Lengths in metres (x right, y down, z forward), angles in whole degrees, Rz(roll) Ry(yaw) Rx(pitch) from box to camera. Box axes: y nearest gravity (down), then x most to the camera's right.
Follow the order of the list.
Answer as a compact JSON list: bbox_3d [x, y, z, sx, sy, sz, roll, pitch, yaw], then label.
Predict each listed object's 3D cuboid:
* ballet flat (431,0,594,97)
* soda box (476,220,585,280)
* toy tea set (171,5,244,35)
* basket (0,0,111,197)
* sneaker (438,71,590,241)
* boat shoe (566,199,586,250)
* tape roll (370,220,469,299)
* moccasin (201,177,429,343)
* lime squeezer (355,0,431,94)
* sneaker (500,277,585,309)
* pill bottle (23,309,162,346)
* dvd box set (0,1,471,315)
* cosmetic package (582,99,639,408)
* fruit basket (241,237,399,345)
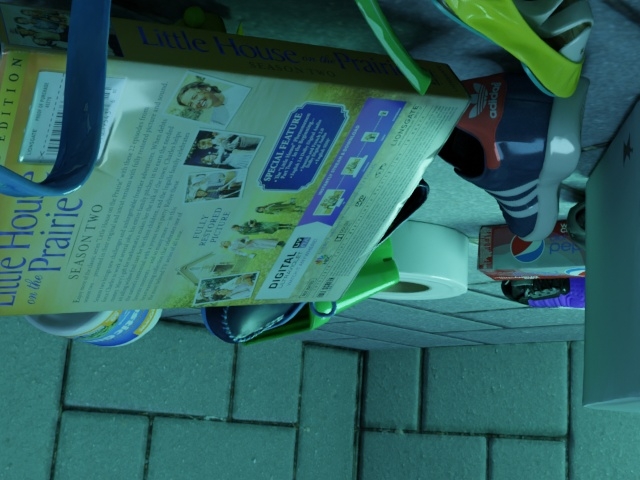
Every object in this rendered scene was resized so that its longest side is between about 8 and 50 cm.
[{"bbox_3d":[0.179,-0.183,0.720,0.077,0.077,0.231,-27,149,35],"label":"ballet flat"},{"bbox_3d":[0.407,0.017,1.488,0.263,0.083,0.092,-3,165,31],"label":"soda box"},{"bbox_3d":[-0.182,-0.156,0.931,0.200,0.124,0.336,-24,167,-9],"label":"toy tea set"},{"bbox_3d":[-0.162,-0.181,0.324,0.201,0.288,0.255,3,169,26],"label":"basket"},{"bbox_3d":[0.208,-0.097,0.994,0.148,0.131,0.350,8,163,11],"label":"sneaker"},{"bbox_3d":[0.525,-0.016,1.251,0.335,0.112,0.095,2,172,23],"label":"boat shoe"},{"bbox_3d":[0.136,0.042,1.645,0.286,0.100,0.286,3,168,1],"label":"tape roll"},{"bbox_3d":[0.000,0.000,1.076,0.117,0.342,0.137,25,152,41],"label":"moccasin"},{"bbox_3d":[-0.034,-0.204,0.674,0.311,0.058,0.110,12,146,-20],"label":"lime squeezer"},{"bbox_3d":[0.457,0.087,1.739,0.146,0.102,0.293,8,167,-14],"label":"sneaker"},{"bbox_3d":[-0.318,0.075,1.257,0.153,0.152,0.272,2,169,7],"label":"pill bottle"},{"bbox_3d":[-0.105,-0.049,0.797,0.421,0.062,0.307,-1,138,-32],"label":"dvd box set"},{"bbox_3d":[0.536,0.043,1.017,0.394,0.329,0.327,3,168,7],"label":"cosmetic package"},{"bbox_3d":[-0.119,0.016,1.314,0.392,0.282,0.392,-13,174,-1],"label":"fruit basket"}]
